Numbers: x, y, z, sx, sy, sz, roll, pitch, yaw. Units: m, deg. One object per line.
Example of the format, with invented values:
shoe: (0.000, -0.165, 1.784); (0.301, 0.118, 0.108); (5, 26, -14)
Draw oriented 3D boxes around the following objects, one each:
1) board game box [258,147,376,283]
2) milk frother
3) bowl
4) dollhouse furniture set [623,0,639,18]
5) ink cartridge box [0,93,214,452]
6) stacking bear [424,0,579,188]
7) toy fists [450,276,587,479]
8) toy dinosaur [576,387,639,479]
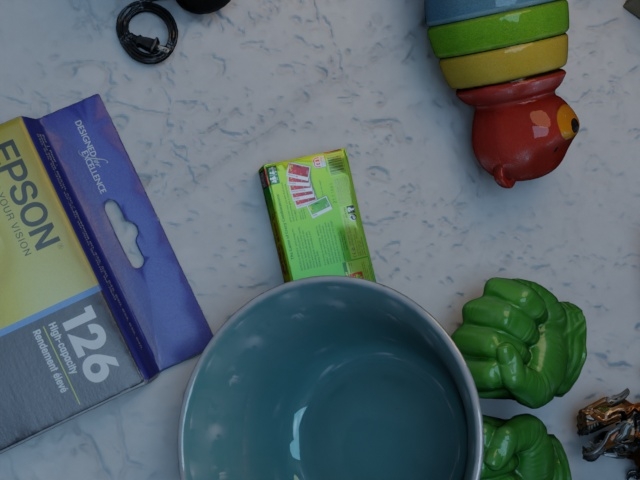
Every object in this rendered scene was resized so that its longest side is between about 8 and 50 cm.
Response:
board game box: (0.000, 0.000, 1.309); (0.092, 0.043, 0.181); (-13, 88, -11)
milk frother: (-0.167, -0.266, 1.250); (0.129, 0.135, 0.143); (4, 81, 20)
bowl: (0.033, 0.199, 1.204); (0.311, 0.163, 0.312); (-5, 78, 24)
dollhouse furniture set: (0.375, -0.344, 1.365); (0.183, 0.129, 0.129); (35, 80, -7)
ink cartridge box: (-0.302, 0.039, 1.236); (0.307, 0.072, 0.304); (-26, 90, -10)
stacking bear: (0.202, -0.205, 1.310); (0.164, 0.175, 0.289); (-6, 100, 33)
toy fists: (0.202, 0.179, 1.288); (0.142, 0.096, 0.279); (11, 84, -29)
toy dinosaur: (0.445, 0.244, 1.331); (0.322, 0.164, 0.218); (-2, 69, 10)
